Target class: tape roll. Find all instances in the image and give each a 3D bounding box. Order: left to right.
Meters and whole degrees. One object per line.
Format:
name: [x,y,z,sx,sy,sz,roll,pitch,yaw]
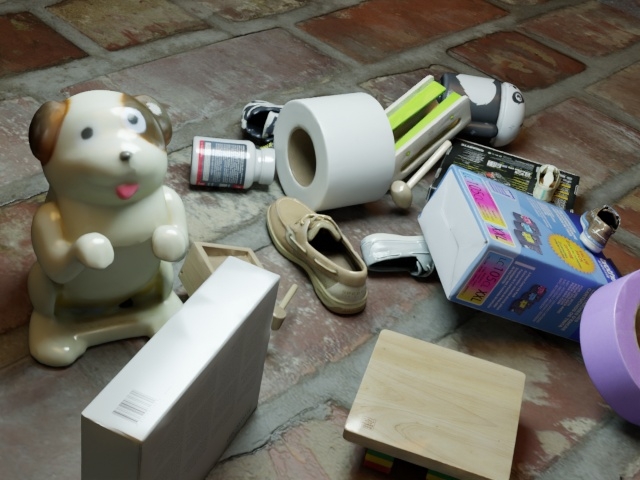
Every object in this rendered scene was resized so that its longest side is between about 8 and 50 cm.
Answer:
tape roll: [0.027,-0.191,1.960,0.169,0.246,0.246,-11,41,-28]
tape roll: [0.596,0.190,1.608,0.275,0.090,0.275,12,63,-24]

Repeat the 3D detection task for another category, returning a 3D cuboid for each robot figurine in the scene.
robot figurine: [0.382,-0.336,2.307,0.278,0.173,0.209,10,75,-1]

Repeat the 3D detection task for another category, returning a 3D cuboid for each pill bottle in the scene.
pill bottle: [-0.194,-0.169,1.990,0.180,0.108,0.108,4,36,-9]

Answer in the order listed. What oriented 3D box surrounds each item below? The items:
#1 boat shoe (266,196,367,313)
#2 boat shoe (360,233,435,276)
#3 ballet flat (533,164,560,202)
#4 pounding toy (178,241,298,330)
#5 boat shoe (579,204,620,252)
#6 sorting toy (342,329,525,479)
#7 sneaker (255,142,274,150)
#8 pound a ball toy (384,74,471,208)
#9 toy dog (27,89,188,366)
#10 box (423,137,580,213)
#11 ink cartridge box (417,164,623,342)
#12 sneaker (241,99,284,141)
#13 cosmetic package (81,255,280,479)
boat shoe: [0.000,0.000,1.807,0.122,0.110,0.341,-13,42,-29]
boat shoe: [0.193,0.038,1.849,0.227,0.079,0.081,3,56,-13]
ballet flat: [0.520,-0.140,2.055,0.057,0.052,0.168,17,36,8]
pounding toy: [-0.134,0.107,1.646,0.181,0.094,0.206,8,32,-38]
boat shoe: [0.564,-0.031,1.804,0.066,0.066,0.183,39,27,-1]
sorting toy: [0.186,0.290,1.480,0.257,0.089,0.255,17,36,9]
sneaker: [-0.123,-0.216,2.133,0.083,0.035,0.031,4,36,-10]
pound a ball toy: [0.226,-0.211,2.100,0.319,0.136,0.208,-41,57,-18]
toy dog: [-0.356,-0.055,1.538,0.284,0.408,0.395,-2,38,-18]
box: [0.425,-0.109,2.097,0.322,0.079,0.257,18,39,10]
ink cartridge box: [0.414,0.036,1.777,0.395,0.151,0.270,20,31,-23]
sneaker: [-0.081,-0.276,2.153,0.235,0.094,0.153,13,24,4]
cosmetic package: [-0.194,0.239,1.287,0.097,0.284,0.377,20,36,15]
